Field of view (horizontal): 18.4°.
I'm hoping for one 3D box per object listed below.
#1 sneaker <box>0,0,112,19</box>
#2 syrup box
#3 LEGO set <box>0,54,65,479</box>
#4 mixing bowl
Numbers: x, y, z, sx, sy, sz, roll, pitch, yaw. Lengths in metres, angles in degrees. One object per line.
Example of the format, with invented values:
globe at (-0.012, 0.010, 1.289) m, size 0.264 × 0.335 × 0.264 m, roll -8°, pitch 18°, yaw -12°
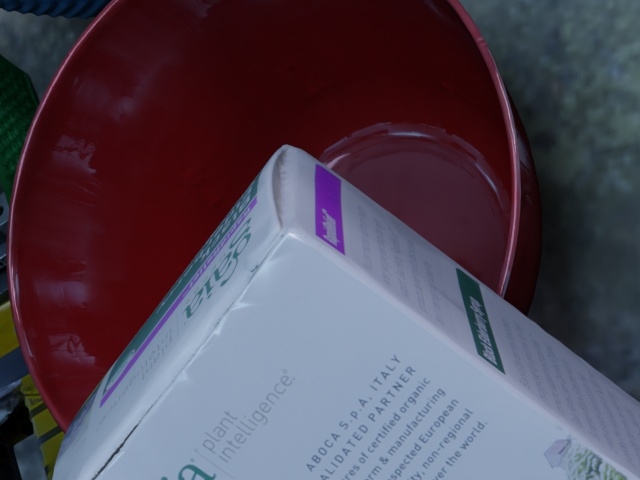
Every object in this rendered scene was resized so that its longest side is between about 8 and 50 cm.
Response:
sneaker at (-0.050, -0.141, 0.685) m, size 0.229 × 0.087 × 0.092 m, roll -11°, pitch 70°, yaw 6°
syrup box at (0.055, 0.086, 0.502) m, size 0.237 × 0.096 × 0.093 m, roll 36°, pitch 102°, yaw -8°
LEGO set at (-0.200, 0.040, 0.653) m, size 0.192 × 0.255 × 0.331 m, roll -31°, pitch 65°, yaw 14°
mixing bowl at (0.000, 0.000, 0.628) m, size 0.181 × 0.098 × 0.181 m, roll -7°, pitch 76°, yaw 29°
